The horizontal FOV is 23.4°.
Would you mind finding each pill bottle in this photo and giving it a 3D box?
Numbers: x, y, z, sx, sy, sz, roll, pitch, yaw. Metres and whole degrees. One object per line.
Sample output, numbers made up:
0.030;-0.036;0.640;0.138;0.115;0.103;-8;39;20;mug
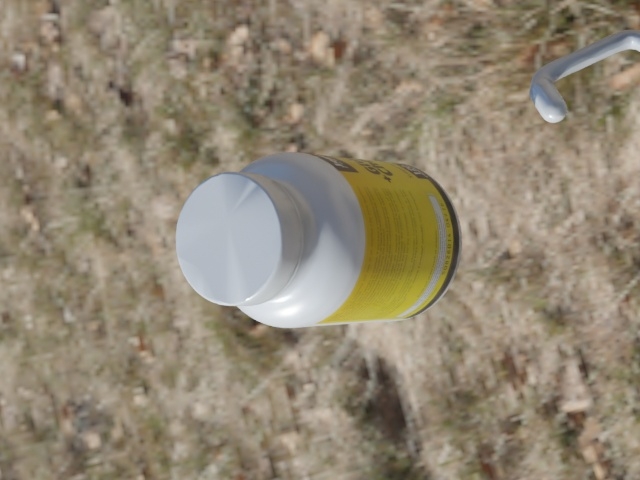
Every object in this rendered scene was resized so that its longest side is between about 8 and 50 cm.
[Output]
0.000;0.000;0.922;0.103;0.184;0.103;-1;89;33;pill bottle

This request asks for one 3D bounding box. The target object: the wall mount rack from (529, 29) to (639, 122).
0.215;-0.094;0.833;0.304;0.130;0.350;55;166;42;wall mount rack
